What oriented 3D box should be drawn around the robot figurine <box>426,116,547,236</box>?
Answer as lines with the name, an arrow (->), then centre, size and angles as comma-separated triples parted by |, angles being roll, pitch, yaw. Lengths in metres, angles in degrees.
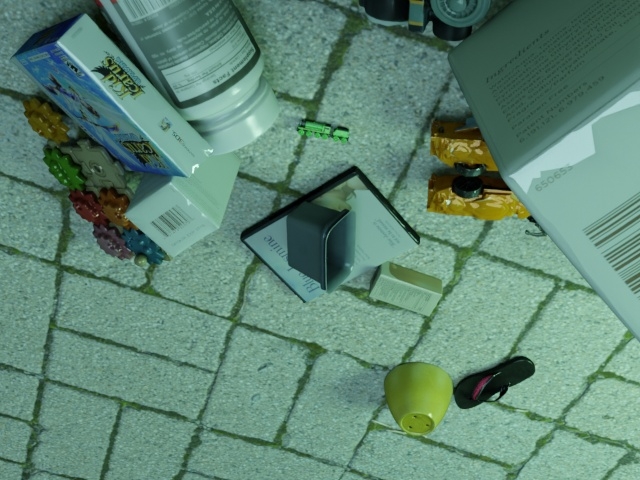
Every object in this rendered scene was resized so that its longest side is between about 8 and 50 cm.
robot figurine -> 0.307, -0.105, 1.313 | 0.291, 0.085, 0.211 | 4, 130, 6

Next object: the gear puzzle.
gear puzzle -> -0.371, -0.084, 1.415 | 0.175, 0.044, 0.339 | 6, 136, 38

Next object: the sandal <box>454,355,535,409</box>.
sandal -> 0.322, 0.274, 1.652 | 0.067, 0.040, 0.179 | 40, 124, -23

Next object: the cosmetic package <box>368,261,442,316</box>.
cosmetic package -> 0.147, 0.082, 1.520 | 0.115, 0.041, 0.060 | 20, 129, -8

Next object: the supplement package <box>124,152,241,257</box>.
supplement package -> -0.206, -0.082, 1.346 | 0.105, 0.179, 0.105 | -31, 119, 29

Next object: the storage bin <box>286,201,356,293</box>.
storage bin -> 0.000, 0.000, 1.423 | 0.091, 0.098, 0.135 | 24, 135, 26

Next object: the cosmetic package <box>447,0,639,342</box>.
cosmetic package -> 0.384, -0.136, 0.974 | 0.327, 0.393, 0.329 | -38, 113, 18

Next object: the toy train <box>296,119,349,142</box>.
toy train -> 0.004, -0.168, 1.351 | 0.083, 0.017, 0.023 | 11, 120, -1

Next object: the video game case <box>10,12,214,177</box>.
video game case -> -0.300, -0.195, 1.243 | 0.244, 0.061, 0.269 | 46, 163, -26

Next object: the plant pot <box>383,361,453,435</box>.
plant pot -> 0.184, 0.311, 1.668 | 0.134, 0.095, 0.134 | 4, 129, 5

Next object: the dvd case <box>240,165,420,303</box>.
dvd case -> 0.014, -0.003, 1.482 | 0.253, 0.022, 0.180 | -29, 120, 28

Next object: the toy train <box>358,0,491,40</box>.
toy train -> 0.132, -0.405, 1.069 | 0.190, 0.142, 0.334 | 12, 133, 14

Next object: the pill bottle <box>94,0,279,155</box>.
pill bottle -> -0.177, -0.268, 1.201 | 0.161, 0.161, 0.283 | -16, 126, 20
